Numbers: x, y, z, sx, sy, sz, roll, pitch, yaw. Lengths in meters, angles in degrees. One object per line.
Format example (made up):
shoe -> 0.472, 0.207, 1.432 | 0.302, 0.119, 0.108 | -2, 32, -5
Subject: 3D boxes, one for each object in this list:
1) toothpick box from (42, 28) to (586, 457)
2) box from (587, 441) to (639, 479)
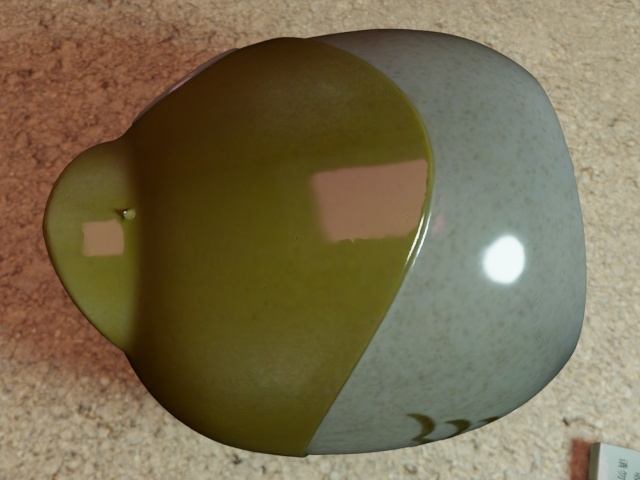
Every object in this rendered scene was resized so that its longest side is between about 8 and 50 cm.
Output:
toothpick box -> 0.000, 0.000, 0.715 | 0.424, 0.409, 0.409 | -9, 69, 1
box -> 0.416, 0.317, 0.802 | 0.245, 0.035, 0.139 | 13, 69, 4
